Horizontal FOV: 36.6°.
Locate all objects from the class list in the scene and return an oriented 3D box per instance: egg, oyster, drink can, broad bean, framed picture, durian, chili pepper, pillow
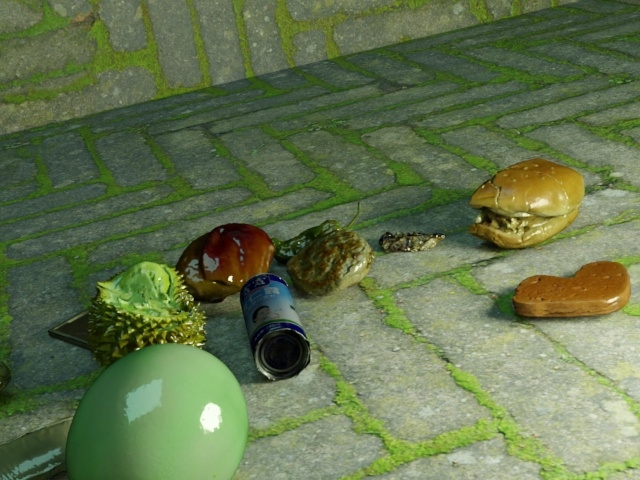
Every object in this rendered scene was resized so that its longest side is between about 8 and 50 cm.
[{"bbox_3d":[-0.210,0.254,1.259,0.220,0.220,0.269,-1,24,21],"label":"egg"},{"bbox_3d":[0.185,-0.003,1.966,0.132,0.029,0.086,-12,22,-1],"label":"oyster"},{"bbox_3d":[-0.080,0.142,1.644,0.097,0.097,0.235,-12,22,-5],"label":"drink can"},{"bbox_3d":[-0.185,0.050,1.873,0.156,0.122,0.228,30,45,19],"label":"broad bean"},{"bbox_3d":[-0.368,0.158,1.820,0.250,0.016,0.184,9,29,39],"label":"framed picture"},{"bbox_3d":[-0.288,0.145,1.610,0.200,0.176,0.237,-18,22,-15],"label":"durian"},{"bbox_3d":[0.000,0.000,1.981,0.204,0.073,0.072,-18,39,8],"label":"chili pepper"},{"bbox_3d":[-0.418,0.318,1.407,0.208,0.053,0.119,-20,28,-23],"label":"pillow"}]

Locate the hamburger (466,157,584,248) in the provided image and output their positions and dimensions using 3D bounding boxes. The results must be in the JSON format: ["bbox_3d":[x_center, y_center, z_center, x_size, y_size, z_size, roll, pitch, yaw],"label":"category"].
[{"bbox_3d":[0.428,-0.080,1.905,0.283,0.144,0.157,-23,27,-35],"label":"hamburger"}]

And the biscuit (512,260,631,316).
[{"bbox_3d":[0.429,0.084,1.652,0.192,0.036,0.186,-3,21,16],"label":"biscuit"}]

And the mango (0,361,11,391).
[{"bbox_3d":[-0.652,0.252,1.547,0.193,0.146,0.316,21,30,38],"label":"mango"}]

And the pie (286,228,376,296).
[{"bbox_3d":[0.017,0.047,1.856,0.163,0.079,0.193,-26,26,-12],"label":"pie"}]
